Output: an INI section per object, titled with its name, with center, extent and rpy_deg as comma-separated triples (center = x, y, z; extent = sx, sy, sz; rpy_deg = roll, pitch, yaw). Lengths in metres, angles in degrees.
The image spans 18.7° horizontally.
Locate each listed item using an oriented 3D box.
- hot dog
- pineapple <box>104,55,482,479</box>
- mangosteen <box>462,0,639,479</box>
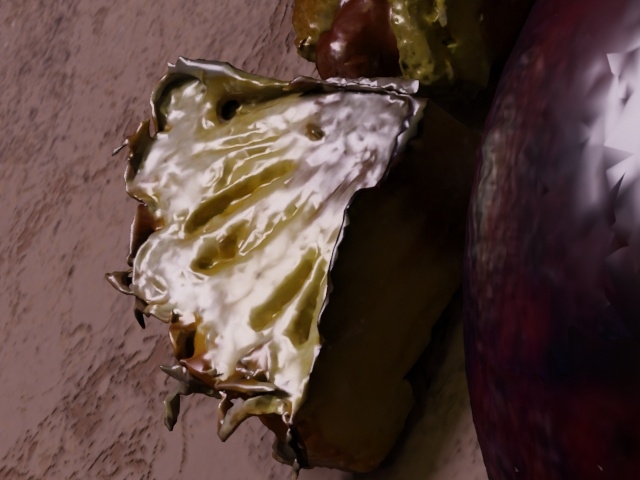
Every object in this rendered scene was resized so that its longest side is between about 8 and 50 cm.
[hot dog]
center = 0.063, -0.160, 0.934
extent = 0.146, 0.103, 0.213
rpy_deg = 10, 70, 55
[pineapple]
center = 0.000, 0.000, 0.900
extent = 0.186, 0.114, 0.236
rpy_deg = -43, 46, 20
[mangosteen]
center = 0.168, 0.014, 0.482
extent = 0.359, 0.306, 0.306
rpy_deg = 4, 66, 62
